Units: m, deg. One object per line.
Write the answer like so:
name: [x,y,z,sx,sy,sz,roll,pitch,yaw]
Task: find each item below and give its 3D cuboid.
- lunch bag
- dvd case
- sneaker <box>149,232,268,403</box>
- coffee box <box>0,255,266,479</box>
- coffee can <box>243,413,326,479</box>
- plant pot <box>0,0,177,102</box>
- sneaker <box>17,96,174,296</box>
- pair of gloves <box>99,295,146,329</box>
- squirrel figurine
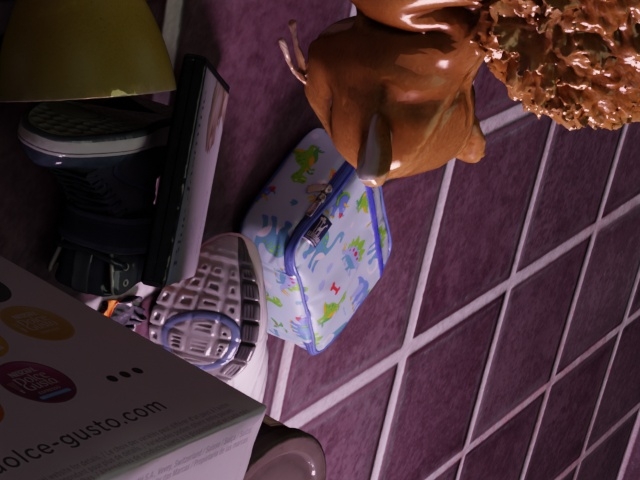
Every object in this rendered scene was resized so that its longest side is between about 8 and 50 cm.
lunch bag: [0.000,0.000,1.641,0.176,0.090,0.219,-53,153,-28]
dvd case: [-0.109,-0.054,1.302,0.253,0.022,0.180,-36,137,-89]
sneaker: [-0.102,0.108,1.560,0.129,0.111,0.297,-56,161,-52]
coffee box: [-0.299,0.211,0.992,0.337,0.334,0.338,-14,126,-59]
coffee can: [-0.163,0.192,1.292,0.201,0.275,0.202,-42,146,-38]
plant pot: [-0.177,-0.155,1.153,0.134,0.134,0.095,-15,104,-57]
sneaker: [-0.186,-0.029,1.245,0.163,0.086,0.226,-70,164,11]
pair of gloves: [-0.172,0.045,1.449,0.083,0.010,0.074,-65,154,3]
squirrel figurine: [0.135,-0.214,1.343,0.281,0.397,0.371,-15,121,-57]
